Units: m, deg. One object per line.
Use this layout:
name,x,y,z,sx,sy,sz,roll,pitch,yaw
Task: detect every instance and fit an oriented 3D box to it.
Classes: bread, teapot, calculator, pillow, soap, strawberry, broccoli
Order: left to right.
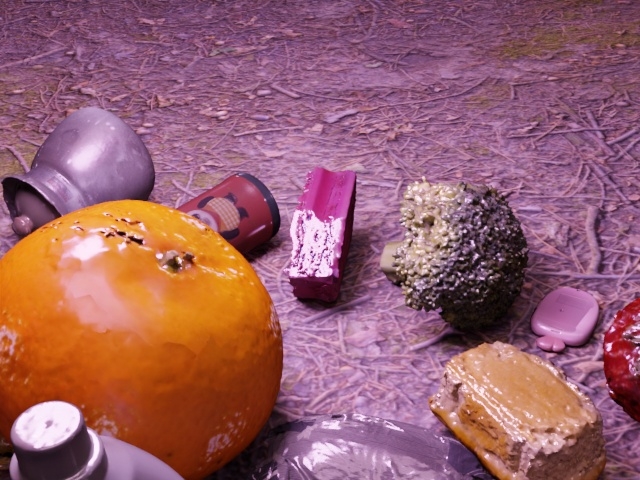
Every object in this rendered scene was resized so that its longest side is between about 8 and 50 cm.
teapot,-0.466,-0.071,1.705,0.223,0.305,0.285,-20,21,51
soap,0.000,0.000,1.554,0.099,0.162,0.250,8,38,6
pillow,0.076,0.312,1.152,0.334,0.093,0.162,7,41,13
broccoli,0.230,0.012,1.467,0.260,0.235,0.288,34,13,39
bread,0.274,0.246,1.205,0.174,0.121,0.245,-22,41,-25
calculator,0.405,0.130,1.447,0.103,0.024,0.166,16,38,25
strawberry,0.550,0.178,1.218,0.274,0.220,0.274,-19,55,29

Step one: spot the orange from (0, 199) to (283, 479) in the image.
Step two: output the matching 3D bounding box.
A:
orange,-0.247,0.132,1.180,0.423,0.326,0.424,23,28,-13

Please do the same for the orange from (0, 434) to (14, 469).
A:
orange,-0.445,0.261,1.252,0.160,0.112,0.170,-6,57,-23

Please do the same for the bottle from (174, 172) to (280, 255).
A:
bottle,-0.235,0.009,1.577,0.144,0.144,0.336,27,47,36

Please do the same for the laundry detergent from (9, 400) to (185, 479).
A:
laundry detergent,-0.223,0.317,0.899,0.124,0.398,0.264,25,44,35
